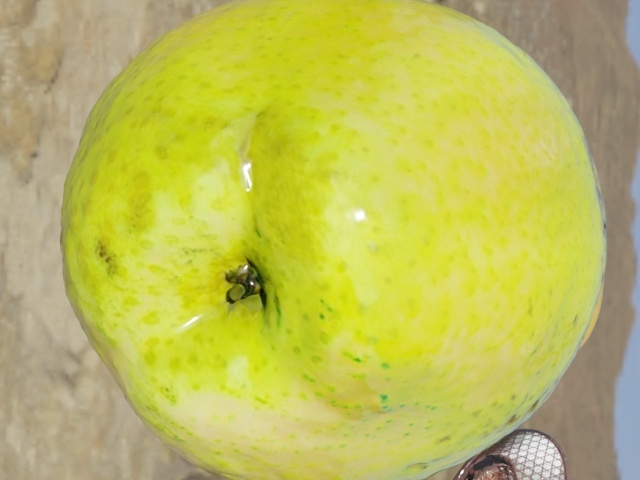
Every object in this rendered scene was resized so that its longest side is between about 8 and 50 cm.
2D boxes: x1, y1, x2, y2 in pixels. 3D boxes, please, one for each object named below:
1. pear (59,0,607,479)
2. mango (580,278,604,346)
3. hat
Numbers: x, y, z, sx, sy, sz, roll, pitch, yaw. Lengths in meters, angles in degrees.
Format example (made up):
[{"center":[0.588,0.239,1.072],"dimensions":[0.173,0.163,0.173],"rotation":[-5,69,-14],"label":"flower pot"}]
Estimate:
[{"center":[0.000,0.000,0.793],"dimensions":[0.391,0.391,0.391],"rotation":[2,90,-80],"label":"pear"},{"center":[0.242,0.041,1.184],"dimensions":[0.066,0.101,0.188],"rotation":[-15,116,-51],"label":"mango"},{"center":[0.191,0.293,1.340],"dimensions":[0.082,0.193,0.193],"rotation":[28,-55,53],"label":"hat"}]
